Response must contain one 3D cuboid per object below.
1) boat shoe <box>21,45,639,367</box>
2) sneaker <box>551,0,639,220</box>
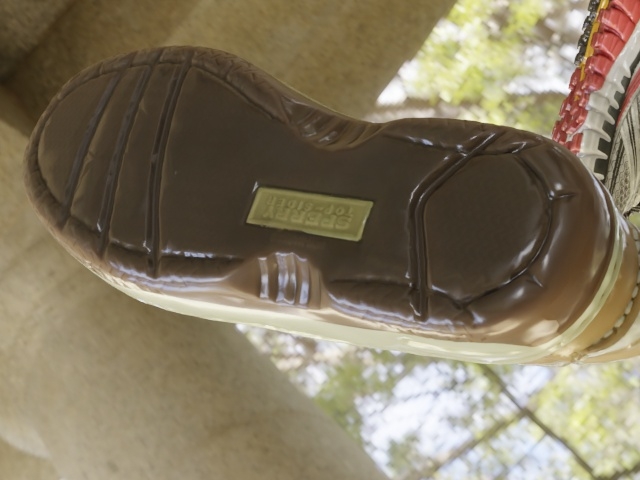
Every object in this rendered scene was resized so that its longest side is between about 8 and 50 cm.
[{"bbox_3d":[0.000,0.000,0.388,0.072,0.190,0.068,33,-99,-48],"label":"boat shoe"},{"bbox_3d":[0.175,-0.060,0.796,0.093,0.088,0.225,18,-91,-1],"label":"sneaker"}]
